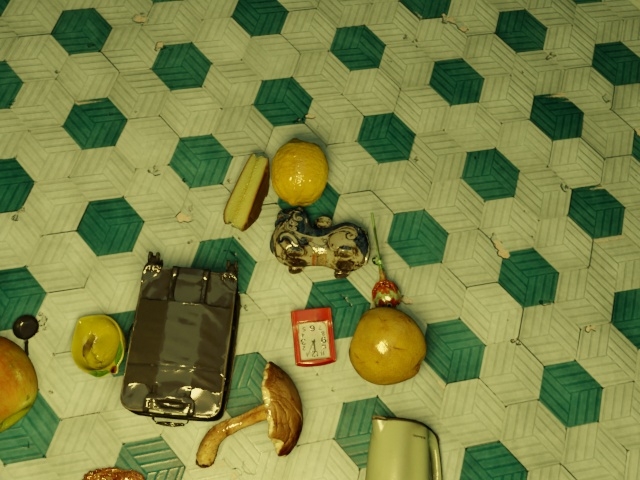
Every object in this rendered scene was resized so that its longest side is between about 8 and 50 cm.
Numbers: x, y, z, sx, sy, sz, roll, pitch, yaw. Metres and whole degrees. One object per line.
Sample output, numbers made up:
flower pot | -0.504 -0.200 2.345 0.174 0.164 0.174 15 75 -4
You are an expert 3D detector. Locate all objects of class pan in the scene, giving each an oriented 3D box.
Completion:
pan | -0.788 0.258 1.803 0.068 0.023 0.115 -8 67 -9

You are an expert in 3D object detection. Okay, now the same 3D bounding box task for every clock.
clock | -0.021 0.269 1.854 0.113 0.061 0.155 -4 73 -7

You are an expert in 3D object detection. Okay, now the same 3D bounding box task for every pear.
pear | 0.181 0.285 1.792 0.208 0.209 0.209 2 69 -5

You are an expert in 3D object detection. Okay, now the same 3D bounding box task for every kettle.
kettle | 0.216 0.589 1.711 0.240 0.165 0.256 21 61 -29

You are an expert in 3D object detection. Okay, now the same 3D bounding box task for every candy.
candy | 0.168 0.060 1.914 0.078 0.084 0.288 -15 81 32

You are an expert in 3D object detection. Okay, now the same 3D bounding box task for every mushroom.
mushroom | -0.171 0.457 1.665 0.301 0.233 0.208 -35 37 -24

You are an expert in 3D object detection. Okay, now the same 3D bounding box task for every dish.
dish | -0.568 0.284 1.772 0.149 0.080 0.208 -43 61 -1

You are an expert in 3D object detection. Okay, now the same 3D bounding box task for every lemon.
lemon | -0.060 -0.198 1.967 0.180 0.181 0.193 9 47 -2

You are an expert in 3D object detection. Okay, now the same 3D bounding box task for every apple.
apple | -0.823 0.362 1.646 0.246 0.246 0.226 -41 93 -18

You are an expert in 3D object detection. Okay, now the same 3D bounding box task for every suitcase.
suitcase | -0.361 0.261 1.750 0.282 0.194 0.434 6 68 -3

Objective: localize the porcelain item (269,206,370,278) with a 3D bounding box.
porcelain item | 0.000 0.000 1.932 0.287 0.138 0.186 3 51 0

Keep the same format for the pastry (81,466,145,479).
pastry | -0.520 0.609 1.671 0.169 0.063 0.087 0 71 -6

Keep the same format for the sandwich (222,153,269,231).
sandwich | -0.213 -0.132 1.979 0.090 0.088 0.245 16 72 10
